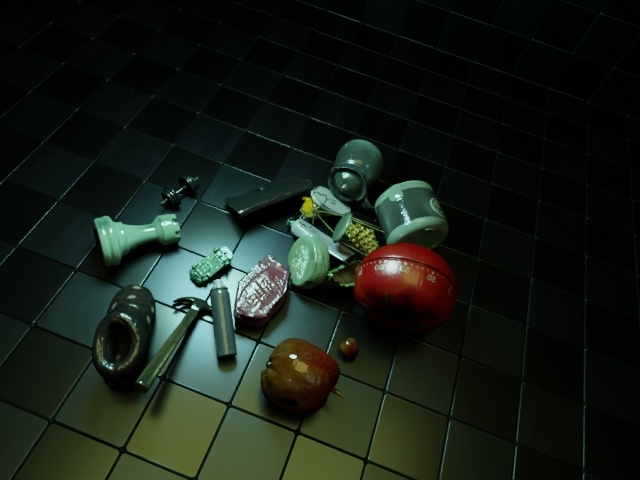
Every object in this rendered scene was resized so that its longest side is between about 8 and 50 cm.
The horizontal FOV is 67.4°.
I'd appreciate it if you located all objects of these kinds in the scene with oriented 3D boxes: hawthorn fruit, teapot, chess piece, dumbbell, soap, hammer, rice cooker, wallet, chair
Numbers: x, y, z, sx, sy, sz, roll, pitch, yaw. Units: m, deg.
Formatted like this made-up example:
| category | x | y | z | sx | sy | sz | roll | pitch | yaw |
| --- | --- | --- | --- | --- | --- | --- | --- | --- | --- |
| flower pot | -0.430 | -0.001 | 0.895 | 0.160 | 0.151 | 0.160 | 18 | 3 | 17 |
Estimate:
| category | x | y | z | sx | sy | sz | roll | pitch | yaw |
| --- | --- | --- | --- | --- | --- | --- | --- | --- | --- |
| hawthorn fruit | 0.110 | 0.403 | 1.795 | 0.077 | 0.077 | 0.077 | 5 | 56 | -8 |
| teapot | 0.157 | -0.268 | 2.182 | 0.224 | 0.305 | 0.285 | 2 | 37 | 26 |
| chess piece | -0.708 | -0.020 | 1.867 | 0.299 | 0.194 | 0.194 | -14 | 60 | -29 |
| dumbbell | -0.604 | -0.214 | 2.059 | 0.099 | 0.099 | 0.208 | 37 | 58 | 14 |
| soap | -0.230 | 0.210 | 1.840 | 0.182 | 0.112 | 0.289 | 34 | 58 | 16 |
| hammer | -0.500 | 0.341 | 1.641 | 0.169 | 0.044 | 0.439 | 21 | 32 | 0 |
| rice cooker | 0.391 | -0.098 | 2.071 | 0.289 | 0.288 | 0.276 | -4 | 56 | -14 |
| wallet | -0.224 | -0.201 | 2.101 | 0.378 | 0.051 | 0.197 | -23 | 30 | -23 |
| hawthorn fruit | -0.072 | 0.458 | 1.626 | 0.262 | 0.258 | 0.258 | 7 | 53 | -30 |
| chair | 0.089 | -0.055 | 1.952 | 0.326 | 0.170 | 0.159 | 28 | 96 | -12 |

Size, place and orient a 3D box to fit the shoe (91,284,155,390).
| category | x | y | z | sx | sy | sz | roll | pitch | yaw |
| --- | --- | --- | --- | --- | --- | --- | --- | --- | --- |
| shoe | -0.657 | 0.295 | 1.617 | 0.172 | 0.237 | 0.383 | 4 | 57 | -11 |

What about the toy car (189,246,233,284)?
| category | x | y | z | sx | sy | sz | roll | pitch | yaw |
| --- | --- | --- | --- | --- | --- | --- | --- | --- | --- |
| toy car | -0.429 | 0.101 | 1.904 | 0.186 | 0.058 | 0.093 | -39 | 71 | -17 |

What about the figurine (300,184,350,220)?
| category | x | y | z | sx | sy | sz | roll | pitch | yaw |
| --- | --- | --- | --- | --- | --- | --- | --- | --- | --- |
| figurine | 0.010 | -0.135 | 2.141 | 0.250 | 0.141 | 0.166 | 17 | 37 | -45 |

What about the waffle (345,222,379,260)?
| category | x | y | z | sx | sy | sz | roll | pitch | yaw |
| --- | --- | --- | --- | --- | --- | --- | --- | --- | --- |
| waffle | 0.174 | 0.004 | 2.093 | 0.161 | 0.046 | 0.191 | 5 | 58 | -11 |

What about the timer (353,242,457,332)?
| category | x | y | z | sx | sy | sz | roll | pitch | yaw |
| --- | --- | --- | --- | --- | --- | --- | --- | --- | --- |
| timer | 0.317 | 0.175 | 1.802 | 0.379 | 0.378 | 0.279 | 17 | 61 | 1 |

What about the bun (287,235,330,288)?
| category | x | y | z | sx | sy | sz | roll | pitch | yaw |
| --- | --- | --- | --- | --- | --- | --- | --- | --- | --- |
| bun | -0.040 | 0.087 | 1.920 | 0.108 | 0.221 | 0.221 | 16 | 48 | -38 |

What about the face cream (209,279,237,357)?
| category | x | y | z | sx | sy | sz | roll | pitch | yaw |
| --- | --- | --- | --- | --- | --- | --- | --- | --- | --- |
| face cream | -0.357 | 0.282 | 1.746 | 0.073 | 0.073 | 0.283 | -6 | 72 | -15 |

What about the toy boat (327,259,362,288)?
| category | x | y | z | sx | sy | sz | roll | pitch | yaw |
| --- | --- | --- | --- | --- | --- | --- | --- | --- | --- |
| toy boat | 0.097 | 0.142 | 1.905 | 0.108 | 0.099 | 0.293 | 51 | 31 | 19 |

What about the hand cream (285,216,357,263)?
| category | x | y | z | sx | sy | sz | roll | pitch | yaw |
| --- | --- | --- | --- | --- | --- | --- | --- | --- | --- |
| hand cream | 0.000 | 0.000 | 2.023 | 0.336 | 0.076 | 0.121 | 31 | 25 | 19 |
